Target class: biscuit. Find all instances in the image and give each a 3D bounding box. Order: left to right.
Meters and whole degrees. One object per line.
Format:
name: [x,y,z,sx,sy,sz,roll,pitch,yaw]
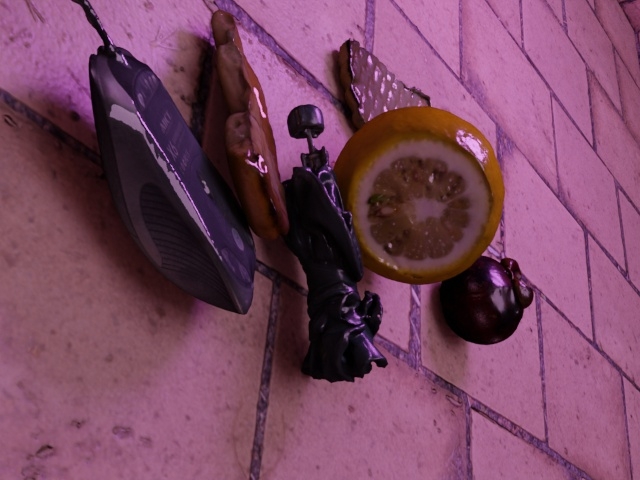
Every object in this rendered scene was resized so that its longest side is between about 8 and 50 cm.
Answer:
biscuit: [-0.082,-0.127,0.980,0.154,0.045,0.299,68,7,-48]
biscuit: [0.111,-0.197,1.363,0.273,0.036,0.187,26,55,-49]

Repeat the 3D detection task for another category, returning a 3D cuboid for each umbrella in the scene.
umbrella: [-0.003,0.001,1.024,0.094,0.143,0.349,0,75,-37]

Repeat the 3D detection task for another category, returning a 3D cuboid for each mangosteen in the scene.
mangosteen: [0.272,0.093,1.374,0.152,0.152,0.153,29,53,-48]

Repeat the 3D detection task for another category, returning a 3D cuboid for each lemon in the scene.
lemon: [0.130,-0.068,1.165,0.219,0.240,0.240,-81,147,-75]

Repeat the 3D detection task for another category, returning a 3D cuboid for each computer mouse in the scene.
computer mouse: [-0.170,-0.079,0.824,0.167,0.090,0.379,-93,158,-68]
